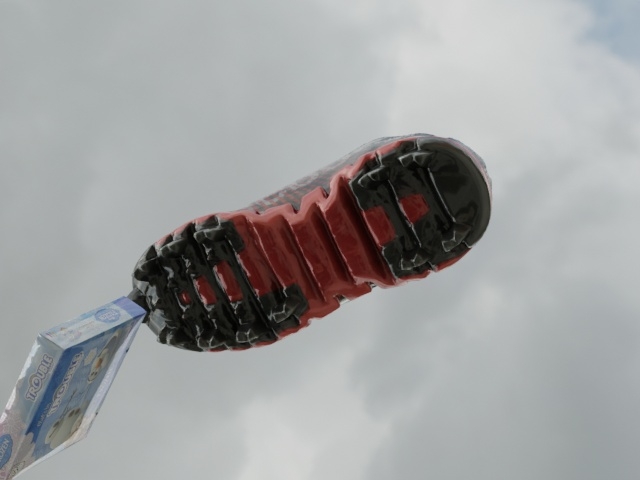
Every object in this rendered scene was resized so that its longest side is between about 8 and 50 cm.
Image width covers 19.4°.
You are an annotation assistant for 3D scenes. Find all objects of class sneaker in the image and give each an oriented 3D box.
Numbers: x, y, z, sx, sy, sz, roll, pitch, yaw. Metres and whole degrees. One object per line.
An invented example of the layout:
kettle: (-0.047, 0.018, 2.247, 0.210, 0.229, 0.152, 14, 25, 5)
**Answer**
sneaker: (0.000, 0.000, 1.271, 0.097, 0.276, 0.135, 67, -158, -4)

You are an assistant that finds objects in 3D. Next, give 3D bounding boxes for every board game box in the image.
board game box: (-0.140, 0.081, 1.023, 0.090, 0.020, 0.090, -63, -17, 22)
